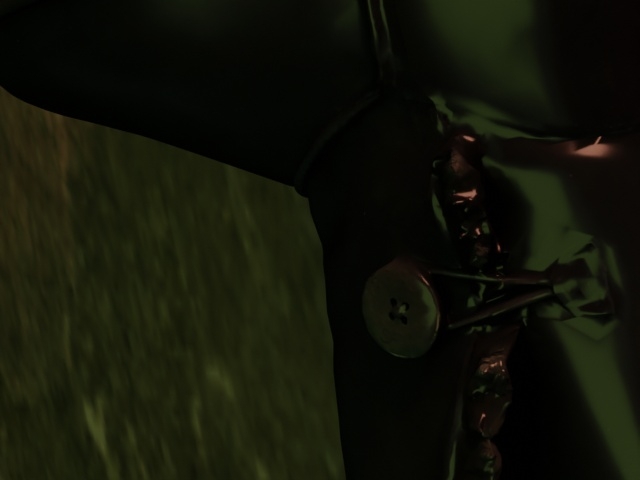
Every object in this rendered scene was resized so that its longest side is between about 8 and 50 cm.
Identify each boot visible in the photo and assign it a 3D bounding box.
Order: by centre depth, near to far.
[{"bbox_3d":[0.000,0.000,0.437,0.246,0.094,0.207,-7,94,38],"label":"boot"}]
